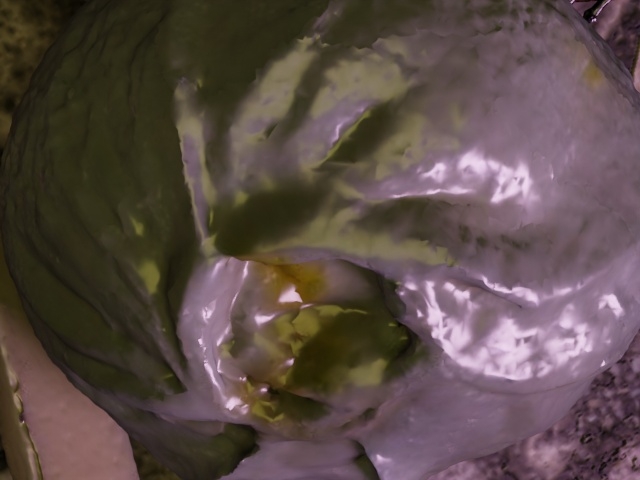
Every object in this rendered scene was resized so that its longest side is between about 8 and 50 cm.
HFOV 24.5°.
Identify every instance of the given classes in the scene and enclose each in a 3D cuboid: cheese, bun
[{"bbox_3d":[-0.139,0.153,0.864,0.085,0.034,0.400,-9,83,-44],"label":"cheese"},{"bbox_3d":[0.000,0.000,0.774,0.361,0.211,0.362,3,132,4],"label":"bun"}]

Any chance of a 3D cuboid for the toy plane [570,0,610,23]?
[{"bbox_3d":[0.121,-0.162,0.908,0.130,0.061,0.189,40,91,-14],"label":"toy plane"}]
